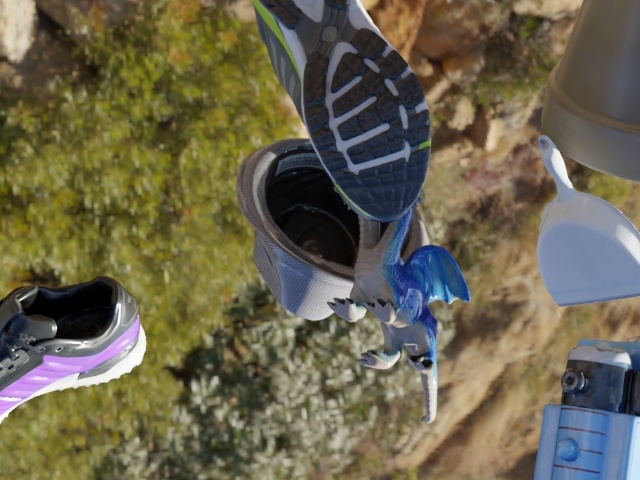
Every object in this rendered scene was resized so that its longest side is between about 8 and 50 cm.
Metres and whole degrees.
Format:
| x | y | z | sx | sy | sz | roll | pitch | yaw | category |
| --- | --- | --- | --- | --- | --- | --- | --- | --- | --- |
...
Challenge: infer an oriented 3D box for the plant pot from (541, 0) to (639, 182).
| x | y | z | sx | sy | sz | roll | pitch | yaw | category |
| --- | --- | --- | --- | --- | --- | --- | --- | --- | --- |
| 0.438 | -0.259 | 1.296 | 0.323 | 0.323 | 0.280 | -7 | 121 | -6 | plant pot |

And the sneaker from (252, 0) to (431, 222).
| x | y | z | sx | sy | sz | roll | pitch | yaw | category |
| --- | --- | --- | --- | --- | --- | --- | --- | --- | --- |
| 0.017 | -0.146 | 0.984 | 0.111 | 0.300 | 0.121 | -18 | 160 | -6 | sneaker |

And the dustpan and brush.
| x | y | z | sx | sy | sz | roll | pitch | yaw | category |
| --- | --- | --- | --- | --- | --- | --- | --- | --- | --- |
| 0.302 | -0.026 | 1.276 | 0.147 | 0.060 | 0.211 | -13 | 119 | 44 | dustpan and brush |

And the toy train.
| x | y | z | sx | sy | sz | roll | pitch | yaw | category |
| --- | --- | --- | --- | --- | --- | --- | --- | --- | --- |
| 0.169 | 0.143 | 0.630 | 0.080 | 0.184 | 0.105 | 1 | 167 | 45 | toy train |

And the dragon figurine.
| x | y | z | sx | sy | sz | roll | pitch | yaw | category |
| --- | --- | --- | --- | --- | --- | --- | --- | --- | --- |
| 0.091 | 0.054 | 1.078 | 0.085 | 0.144 | 0.289 | -4 | 132 | 40 | dragon figurine |

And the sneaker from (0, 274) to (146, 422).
| x | y | z | sx | sy | sz | roll | pitch | yaw | category |
| --- | --- | --- | --- | --- | --- | --- | --- | --- | --- |
| -0.319 | 0.111 | 1.081 | 0.293 | 0.102 | 0.146 | -25 | 153 | -22 | sneaker |

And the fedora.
| x | y | z | sx | sy | sz | roll | pitch | yaw | category |
| --- | --- | --- | --- | --- | --- | --- | --- | --- | --- |
| 0.000 | 0.000 | 1.273 | 0.243 | 0.275 | 0.124 | 15 | 127 | -16 | fedora |
